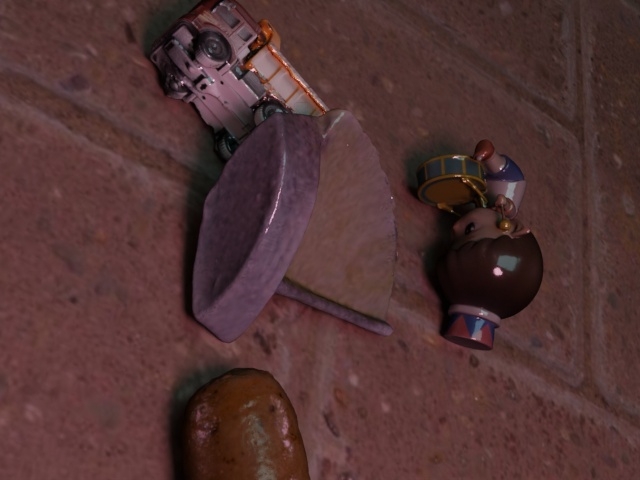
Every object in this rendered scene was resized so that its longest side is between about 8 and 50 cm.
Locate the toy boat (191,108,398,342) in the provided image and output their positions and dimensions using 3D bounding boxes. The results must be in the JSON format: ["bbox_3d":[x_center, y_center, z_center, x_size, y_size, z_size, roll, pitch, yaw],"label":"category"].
[{"bbox_3d":[-0.015,-0.019,1.225,0.293,0.111,0.276,-1,106,-46],"label":"toy boat"}]

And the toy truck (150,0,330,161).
[{"bbox_3d":[-0.076,-0.172,1.297,0.270,0.114,0.135,48,44,-12],"label":"toy truck"}]

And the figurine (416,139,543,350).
[{"bbox_3d":[0.216,0.011,1.433,0.158,0.161,0.275,3,61,-15],"label":"figurine"}]

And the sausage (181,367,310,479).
[{"bbox_3d":[-0.070,0.356,0.998,0.136,0.123,0.500,18,57,-31],"label":"sausage"}]
